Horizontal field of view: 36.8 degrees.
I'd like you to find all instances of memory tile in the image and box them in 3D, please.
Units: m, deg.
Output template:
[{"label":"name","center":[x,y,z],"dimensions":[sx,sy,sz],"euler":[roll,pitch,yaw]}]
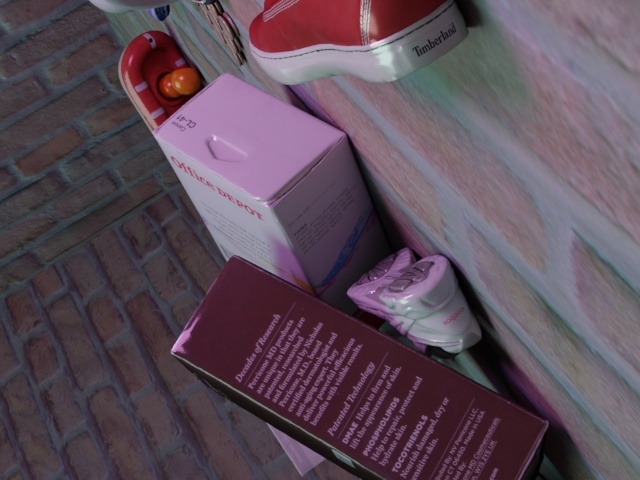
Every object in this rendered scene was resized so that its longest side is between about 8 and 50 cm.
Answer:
[{"label":"memory tile","center":[-0.148,-0.312,1.310],"dimensions":[0.148,0.012,0.113],"euler":[55,173,17]}]

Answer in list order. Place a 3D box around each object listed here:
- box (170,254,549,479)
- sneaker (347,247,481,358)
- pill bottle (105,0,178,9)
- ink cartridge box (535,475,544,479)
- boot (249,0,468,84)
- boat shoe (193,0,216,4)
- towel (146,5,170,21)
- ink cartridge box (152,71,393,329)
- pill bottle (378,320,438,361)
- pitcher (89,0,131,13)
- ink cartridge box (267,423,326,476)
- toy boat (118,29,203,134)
[{"label":"box","center":[0.045,0.179,1.049],"dimensions":[0.381,0.143,0.191],"euler":[28,166,21]},{"label":"sneaker","center":[0.102,0.077,1.034],"dimensions":[0.115,0.090,0.232],"euler":[55,175,-10]},{"label":"pill bottle","center":[-0.193,-0.350,0.829],"dimensions":[0.283,0.161,0.161],"euler":[55,173,21]},{"label":"ink cartridge box","center":[0.303,0.383,1.132],"dimensions":[0.185,0.065,0.311],"euler":[59,174,-16]},{"label":"boot","center":[-0.014,-0.194,0.622],"dimensions":[0.176,0.088,0.244],"euler":[60,165,-19]},{"label":"boat shoe","center":[-0.162,-0.325,1.218],"dimensions":[0.125,0.046,0.038],"euler":[33,152,53]},{"label":"towel","center":[-0.283,-0.430,1.246],"dimensions":[0.209,0.034,0.285],"euler":[39,157,17]},{"label":"ink cartridge box","center":[-0.041,-0.027,1.182],"dimensions":[0.226,0.131,0.306],"euler":[32,157,37]},{"label":"pill bottle","center":[0.077,0.137,1.316],"dimensions":[0.124,0.124,0.221],"euler":[59,172,-19]},{"label":"pitcher","center":[-0.328,-0.467,1.483],"dimensions":[0.207,0.126,0.177],"euler":[98,156,-63]},{"label":"ink cartridge box","center":[-0.007,0.229,1.742],"dimensions":[0.296,0.261,0.066],"euler":[58,172,-7]},{"label":"toy boat","center":[-0.295,-0.314,1.935],"dimensions":[0.151,0.151,0.231],"euler":[-12,116,50]}]
